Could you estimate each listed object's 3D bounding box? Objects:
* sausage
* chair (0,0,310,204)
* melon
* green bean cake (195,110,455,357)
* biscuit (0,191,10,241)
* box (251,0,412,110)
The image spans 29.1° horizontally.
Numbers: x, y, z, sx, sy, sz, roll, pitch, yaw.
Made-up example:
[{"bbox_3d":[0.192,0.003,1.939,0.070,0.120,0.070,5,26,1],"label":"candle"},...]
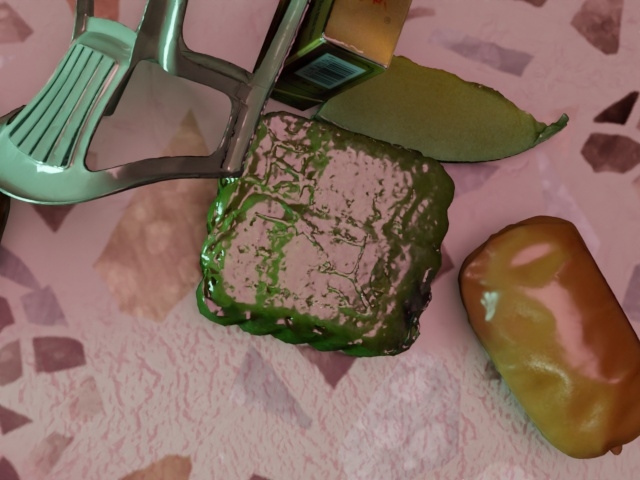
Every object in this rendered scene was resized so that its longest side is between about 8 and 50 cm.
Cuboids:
[{"bbox_3d":[0.228,0.093,1.157,0.136,0.120,0.241,-34,92,3],"label":"sausage"},{"bbox_3d":[-0.151,-0.159,1.029,0.191,0.203,0.274,8,102,-49],"label":"chair"},{"bbox_3d":[0.117,-0.126,1.200,0.262,0.053,0.114,8,73,-14],"label":"melon"},{"bbox_3d":[0.000,0.000,1.129,0.214,0.113,0.200,17,85,-8],"label":"green bean cake"},{"bbox_3d":[-0.431,-0.043,1.063,0.332,0.103,0.332,1,84,-11],"label":"biscuit"},{"bbox_3d":[0.017,-0.211,1.085,0.071,0.240,0.159,20,83,-16],"label":"box"}]
